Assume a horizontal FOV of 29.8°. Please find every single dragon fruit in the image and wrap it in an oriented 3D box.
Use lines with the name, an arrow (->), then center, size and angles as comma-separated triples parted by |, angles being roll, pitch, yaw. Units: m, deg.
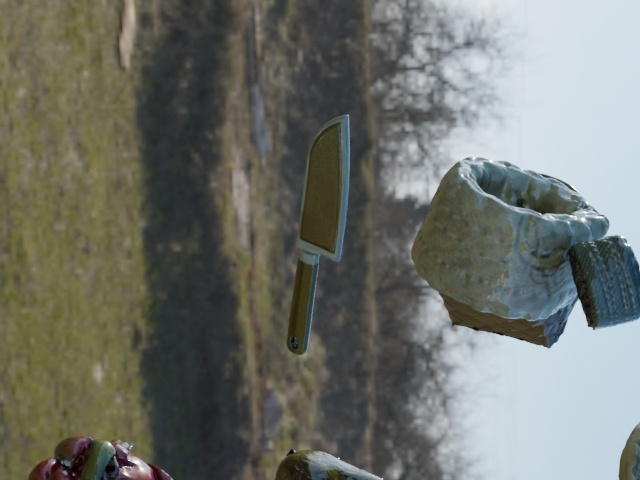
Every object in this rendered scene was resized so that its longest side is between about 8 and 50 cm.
dragon fruit -> -0.303, 0.358, 1.611 | 0.218, 0.198, 0.273 | 49, -1, 37

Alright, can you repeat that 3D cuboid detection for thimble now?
thimble -> 0.309, -0.001, 1.976 | 0.291, 0.291, 0.195 | -94, -157, -66
thimble -> 0.433, 0.063, 1.817 | 0.118, 0.090, 0.135 | 63, 13, -77

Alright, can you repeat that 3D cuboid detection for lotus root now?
lotus root -> 0.040, 0.489, 2.184 | 0.160, 0.274, 0.152 | -18, 128, -63

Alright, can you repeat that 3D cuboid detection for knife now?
knife -> 0.001, 0.000, 1.430 | 0.027, 0.061, 0.343 | -35, 140, -47

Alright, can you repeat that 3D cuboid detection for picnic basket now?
picnic basket -> 0.377, 0.002, 2.313 | 0.337, 0.293, 0.337 | -40, 136, -53

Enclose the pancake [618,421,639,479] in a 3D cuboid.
pancake -> 0.298, 0.220, 1.010 | 0.025, 0.151, 0.152 | -23, -119, 42
